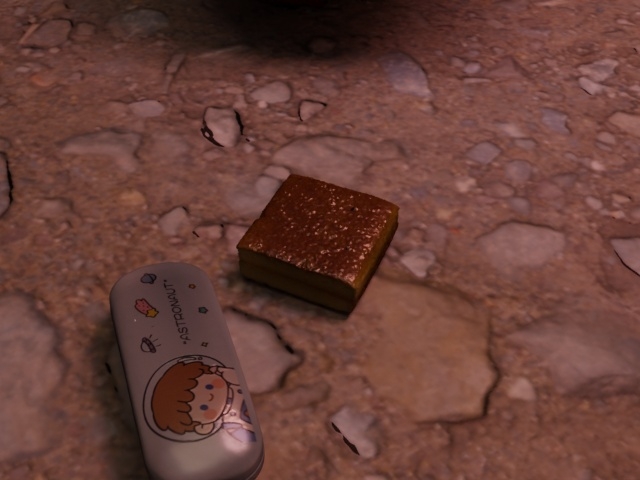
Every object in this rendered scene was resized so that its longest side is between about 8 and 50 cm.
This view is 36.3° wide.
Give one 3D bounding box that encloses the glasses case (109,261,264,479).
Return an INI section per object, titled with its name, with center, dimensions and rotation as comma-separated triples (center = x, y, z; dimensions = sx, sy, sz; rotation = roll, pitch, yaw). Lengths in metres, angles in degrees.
[glasses case]
center = -0.084, 0.079, 0.592
dimensions = 0.067, 0.045, 0.178
rotation = -12, 44, -14

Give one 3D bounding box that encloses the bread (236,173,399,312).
[bread]
center = 0.000, 0.000, 0.691
dimensions = 0.090, 0.035, 0.094
rotation = 17, 44, 15

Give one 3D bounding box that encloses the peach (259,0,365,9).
[peach]
center = 0.058, -0.406, 0.883
dimensions = 0.417, 0.353, 0.339
rotation = -12, 19, -5
